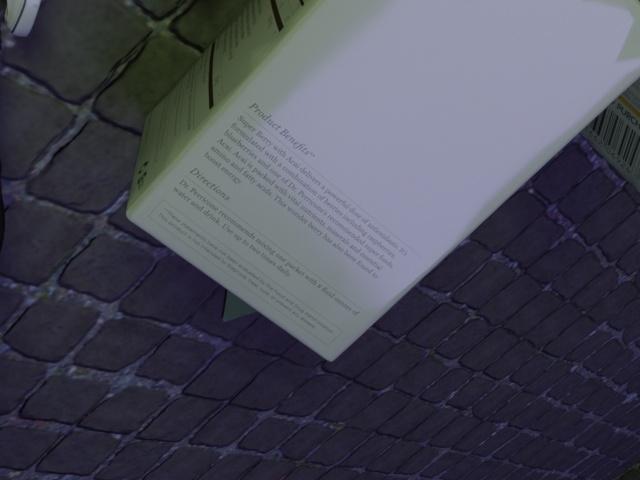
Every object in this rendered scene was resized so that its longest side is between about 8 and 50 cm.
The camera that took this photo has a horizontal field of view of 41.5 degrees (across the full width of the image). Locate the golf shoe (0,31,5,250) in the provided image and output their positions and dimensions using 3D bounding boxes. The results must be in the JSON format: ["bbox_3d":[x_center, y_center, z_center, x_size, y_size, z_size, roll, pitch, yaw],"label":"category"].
[{"bbox_3d":[-0.231,-0.067,0.501,0.105,0.120,0.273,-14,140,-21],"label":"golf shoe"}]

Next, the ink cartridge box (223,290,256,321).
[{"bbox_3d":[0.000,0.000,0.813,0.171,0.056,0.235,-14,139,-25],"label":"ink cartridge box"}]

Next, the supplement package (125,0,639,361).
[{"bbox_3d":[0.036,-0.103,0.563,0.177,0.175,0.293,39,108,-23],"label":"supplement package"}]

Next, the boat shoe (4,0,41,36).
[{"bbox_3d":[-0.179,-0.167,0.492,0.035,0.035,0.100,3,130,-28],"label":"boat shoe"}]

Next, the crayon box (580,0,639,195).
[{"bbox_3d":[0.245,-0.210,0.615,0.083,0.203,0.323,-23,144,-14],"label":"crayon box"}]
